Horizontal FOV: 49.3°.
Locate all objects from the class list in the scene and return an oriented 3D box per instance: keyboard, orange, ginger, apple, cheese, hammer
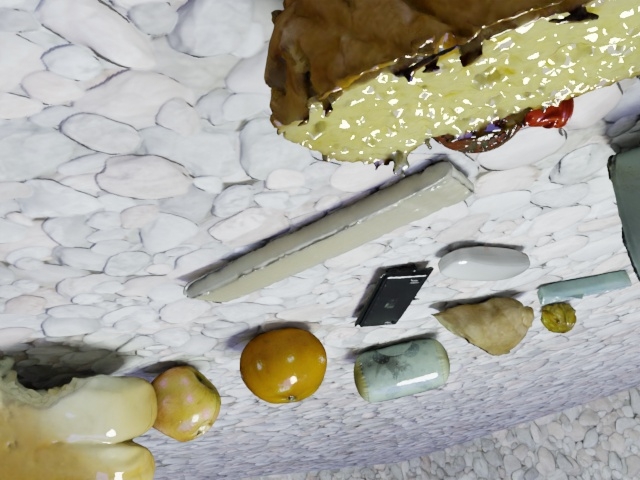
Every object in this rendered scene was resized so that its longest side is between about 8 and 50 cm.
[{"bbox_3d":[0.118,0.095,1.153,0.094,0.025,0.230,-5,155,-12],"label":"keyboard"},{"bbox_3d":[-0.064,0.221,1.221,0.156,0.124,0.156,-11,159,-4],"label":"orange"},{"bbox_3d":[0.304,0.144,1.287,0.193,0.115,0.122,18,121,-36],"label":"ginger"},{"bbox_3d":[-0.257,0.303,1.284,0.147,0.146,0.146,-10,156,-5],"label":"apple"},{"bbox_3d":[0.001,0.003,0.886,0.401,0.034,0.085,-24,153,24],"label":"cheese"},{"bbox_3d":[0.182,0.300,1.544,0.202,0.113,0.305,-11,161,4],"label":"hammer"}]

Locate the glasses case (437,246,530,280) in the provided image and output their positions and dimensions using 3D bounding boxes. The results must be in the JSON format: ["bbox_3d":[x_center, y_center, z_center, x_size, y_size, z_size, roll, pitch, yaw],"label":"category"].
[{"bbox_3d":[0.252,0.036,1.069,0.164,0.041,0.063,3,153,-32],"label":"glasses case"}]

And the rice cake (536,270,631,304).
[{"bbox_3d":[0.495,0.091,1.303,0.180,0.042,0.030,-10,153,-8],"label":"rice cake"}]

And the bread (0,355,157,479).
[{"bbox_3d":[-0.476,0.329,1.110,0.425,0.245,0.329,-10,156,3],"label":"bread"}]

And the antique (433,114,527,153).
[{"bbox_3d":[0.129,-0.122,0.598,0.104,0.104,0.104,-10,156,-5],"label":"antique"}]

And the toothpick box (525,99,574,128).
[{"bbox_3d":[0.201,-0.131,0.675,0.083,0.047,0.047,-3,154,-19],"label":"toothpick box"}]

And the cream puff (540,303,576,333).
[{"bbox_3d":[0.492,0.163,1.437,0.083,0.058,0.083,0,155,-21],"label":"cream puff"}]

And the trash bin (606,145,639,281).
[{"bbox_3d":[0.489,-0.040,0.767,0.263,0.277,0.217,-21,154,35],"label":"trash bin"}]

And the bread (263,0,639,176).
[{"bbox_3d":[0.090,-0.153,0.470,0.261,0.147,0.160,-19,165,29],"label":"bread"}]
